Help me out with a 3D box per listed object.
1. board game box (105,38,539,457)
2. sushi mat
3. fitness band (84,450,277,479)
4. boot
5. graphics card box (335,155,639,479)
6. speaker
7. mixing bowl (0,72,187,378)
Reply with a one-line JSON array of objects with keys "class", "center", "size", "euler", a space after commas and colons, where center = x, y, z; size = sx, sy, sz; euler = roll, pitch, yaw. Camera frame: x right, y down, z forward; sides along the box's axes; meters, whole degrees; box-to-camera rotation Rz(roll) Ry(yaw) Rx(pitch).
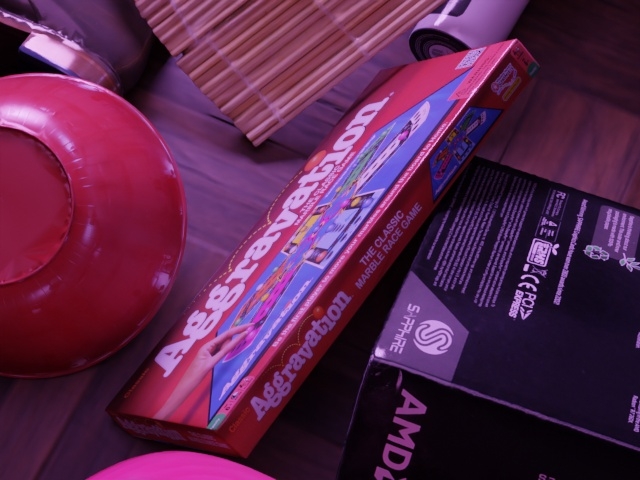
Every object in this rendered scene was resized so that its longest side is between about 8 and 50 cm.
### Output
[{"class": "board game box", "center": [0.000, 0.000, 0.889], "size": [0.027, 0.145, 0.281], "euler": [46, 67, -20]}, {"class": "sushi mat", "center": [0.034, -0.207, 0.951], "size": [0.316, 0.019, 0.151], "euler": [-36, 97, 10]}, {"class": "fitness band", "center": [-0.027, 0.225, 0.745], "size": [0.290, 0.209, 0.054], "euler": [28, 24, 19]}, {"class": "boot", "center": [-0.198, -0.163, 0.996], "size": [0.219, 0.082, 0.106], "euler": [35, 58, 4]}, {"class": "graphics card box", "center": [0.214, 0.092, 0.816], "size": [0.370, 0.094, 0.233], "euler": [19, 33, 6]}, {"class": "speaker", "center": [0.112, -0.167, 1.011], "size": [0.055, 0.055, 0.136], "euler": [28, 68, 11]}, {"class": "mixing bowl", "center": [-0.171, -0.014, 0.879], "size": [0.181, 0.098, 0.182], "euler": [0, 84, 4]}]
